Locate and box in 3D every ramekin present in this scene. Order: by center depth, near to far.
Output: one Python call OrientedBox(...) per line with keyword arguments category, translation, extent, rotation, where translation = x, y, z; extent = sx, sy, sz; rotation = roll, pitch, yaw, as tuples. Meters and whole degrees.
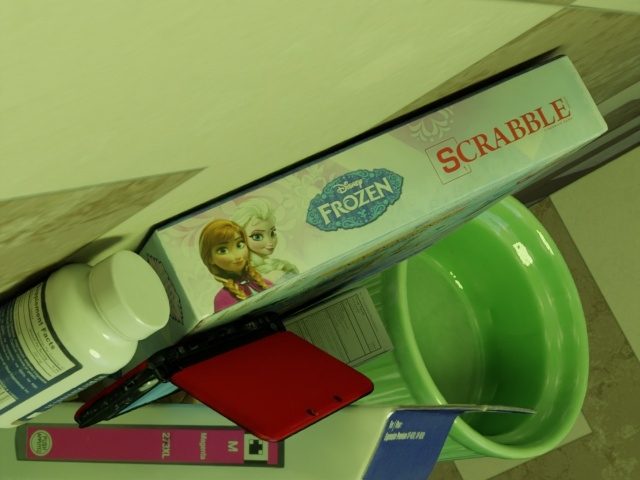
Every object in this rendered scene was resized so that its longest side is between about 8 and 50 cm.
OrientedBox(category="ramekin", translation=(0.142, 0.098, 1.428), extent=(0.148, 0.303, 0.303), rotation=(-23, 180, 44))

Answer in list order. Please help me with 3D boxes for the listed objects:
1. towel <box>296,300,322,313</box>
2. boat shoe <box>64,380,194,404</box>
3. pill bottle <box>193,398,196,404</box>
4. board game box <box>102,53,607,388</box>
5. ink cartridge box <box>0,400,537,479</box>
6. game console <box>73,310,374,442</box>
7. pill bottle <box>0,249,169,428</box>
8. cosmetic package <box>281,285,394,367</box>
OrientedBox(category="towel", translation=(0.021, 0.043, 1.652), extent=(0.325, 0.038, 0.248), rotation=(-24, 172, -18))
OrientedBox(category="boat shoe", translation=(-0.232, 0.156, 1.167), extent=(0.257, 0.095, 0.095), rotation=(-4, 153, -47))
OrientedBox(category="pill bottle", translation=(-0.198, 0.180, 1.406), extent=(0.117, 0.117, 0.215), rotation=(-28, 174, 0))
OrientedBox(category="board game box", translation=(0.000, 0.000, 0.958), extent=(0.319, 0.065, 0.318), rotation=(-24, 174, -24))
OrientedBox(category="ink cartridge box", translation=(-0.044, 0.144, 0.936), extent=(0.371, 0.069, 0.176), rotation=(-4, 171, 19))
OrientedBox(category="game console", translation=(-0.059, 0.102, 0.825), extent=(0.124, 0.085, 0.144), rotation=(-36, 170, 27))
OrientedBox(category="pill bottle", translation=(-0.147, 0.054, 0.742), extent=(0.120, 0.067, 0.067), rotation=(-30, 174, 21))
OrientedBox(category="cosmetic package", translation=(-0.016, 0.095, 1.103), extent=(0.099, 0.060, 0.239), rotation=(-22, 175, -12))
